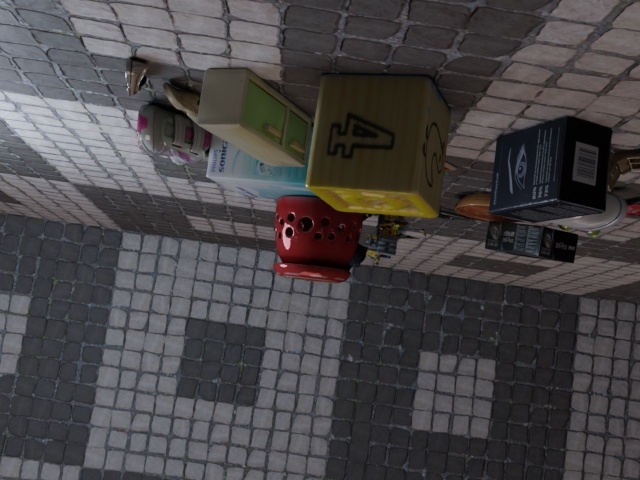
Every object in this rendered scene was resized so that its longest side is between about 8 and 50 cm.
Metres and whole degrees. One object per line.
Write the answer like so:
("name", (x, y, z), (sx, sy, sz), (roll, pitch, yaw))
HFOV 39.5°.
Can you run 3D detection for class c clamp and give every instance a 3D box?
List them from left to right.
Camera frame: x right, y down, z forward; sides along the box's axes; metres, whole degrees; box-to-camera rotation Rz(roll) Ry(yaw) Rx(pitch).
("c clamp", (0.352, -0.073, 2.454), (0.161, 0.022, 0.137), (10, 177, -25))

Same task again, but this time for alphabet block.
("alphabet block", (0.102, -0.156, 1.503), (0.194, 0.197, 0.192), (4, 171, 21))

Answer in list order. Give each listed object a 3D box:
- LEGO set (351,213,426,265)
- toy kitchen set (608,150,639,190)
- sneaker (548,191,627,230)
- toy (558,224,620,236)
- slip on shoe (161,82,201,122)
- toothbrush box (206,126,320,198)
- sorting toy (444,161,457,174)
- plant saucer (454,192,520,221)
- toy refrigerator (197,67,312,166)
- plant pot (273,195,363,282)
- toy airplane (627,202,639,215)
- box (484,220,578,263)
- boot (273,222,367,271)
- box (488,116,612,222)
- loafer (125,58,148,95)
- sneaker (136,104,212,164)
("LEGO set", (0.109, -0.042, 2.280), (0.255, 0.192, 0.331), (10, 171, -11))
("toy kitchen set", (0.557, -0.142, 1.637), (0.075, 0.083, 0.068), (0, 127, 43))
("sneaker", (0.554, -0.072, 2.004), (0.258, 0.094, 0.091), (1, 174, 43))
("toy", (0.642, -0.048, 2.219), (0.137, 0.056, 0.237), (1, 169, 36))
("slip on shoe", (-0.249, -0.263, 1.660), (0.041, 0.051, 0.135), (-34, 152, 8))
("toothbrush box", (-0.060, -0.159, 1.877), (0.296, 0.126, 0.216), (4, 173, 18))
("sorting toy", (0.268, -0.158, 1.966), (0.062, 0.012, 0.083), (1, 169, 39))
("plant saucer", (0.438, -0.083, 2.233), (0.200, 0.037, 0.200), (7, 172, 1))
("toy refrigerator", (-0.109, -0.217, 1.617), (0.094, 0.102, 0.269), (4, 170, 24))
("plant pot", (-0.007, 0.001, 1.931), (0.191, 0.174, 0.191), (5, 176, 0))
("toy airplane", (0.686, -0.078, 2.067), (0.151, 0.028, 0.151), (8, 170, 1))
("box", (0.539, 0.003, 2.278), (0.147, 0.077, 0.180), (10, 179, -37))
("boot", (0.000, 0.000, 2.233), (0.207, 0.094, 0.246), (44, 163, -10))
("box", (0.411, -0.122, 1.607), (0.108, 0.153, 0.207), (11, 172, -23))
("loafer", (-0.323, -0.284, 1.572), (0.039, 0.045, 0.125), (2, 170, -9))
("sneaker", (-0.287, -0.219, 1.828), (0.111, 0.102, 0.252), (0, 176, 21))
